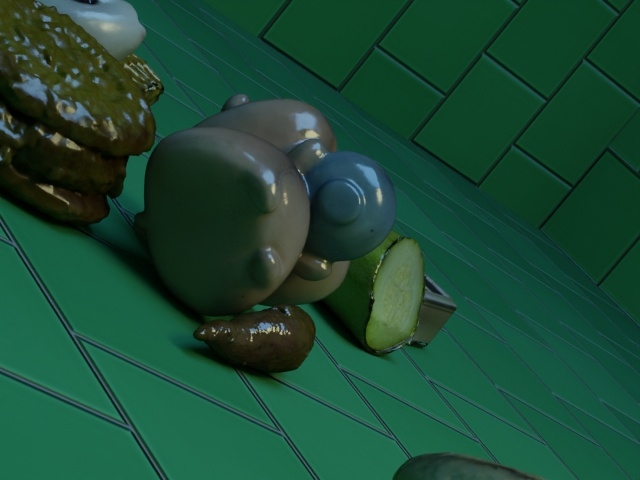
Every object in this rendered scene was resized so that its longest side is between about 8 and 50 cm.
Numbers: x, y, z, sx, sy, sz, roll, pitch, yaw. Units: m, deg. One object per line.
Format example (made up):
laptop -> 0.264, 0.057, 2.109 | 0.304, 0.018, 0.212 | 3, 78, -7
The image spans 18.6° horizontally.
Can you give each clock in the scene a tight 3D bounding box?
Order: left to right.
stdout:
clock -> 0.060, 0.039, 2.371 | 0.192, 0.071, 0.147 | 44, 11, 24

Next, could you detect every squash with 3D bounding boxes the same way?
squash -> 0.013, -0.004, 2.237 | 0.287, 0.137, 0.137 | 44, 10, 35

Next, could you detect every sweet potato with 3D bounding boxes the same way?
sweet potato -> -0.048, 0.089, 1.751 | 0.068, 0.068, 0.226 | 42, 15, 16

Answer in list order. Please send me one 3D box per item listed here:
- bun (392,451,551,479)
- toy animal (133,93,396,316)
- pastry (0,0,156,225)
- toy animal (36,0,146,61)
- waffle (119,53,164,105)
bun -> 0.150, 0.258, 1.583 | 0.222, 0.127, 0.222 | 19, -13, 4
toy animal -> -0.074, -0.023, 1.835 | 0.221, 0.210, 0.229 | -11, 12, -41
pastry -> -0.262, -0.132, 1.749 | 0.240, 0.132, 0.235 | 45, 10, 36
toy animal -> -0.323, -0.274, 2.014 | 0.257, 0.194, 0.357 | 15, 23, -29
waffle -> -0.277, -0.217, 2.294 | 0.283, 0.065, 0.309 | 29, 15, -45
